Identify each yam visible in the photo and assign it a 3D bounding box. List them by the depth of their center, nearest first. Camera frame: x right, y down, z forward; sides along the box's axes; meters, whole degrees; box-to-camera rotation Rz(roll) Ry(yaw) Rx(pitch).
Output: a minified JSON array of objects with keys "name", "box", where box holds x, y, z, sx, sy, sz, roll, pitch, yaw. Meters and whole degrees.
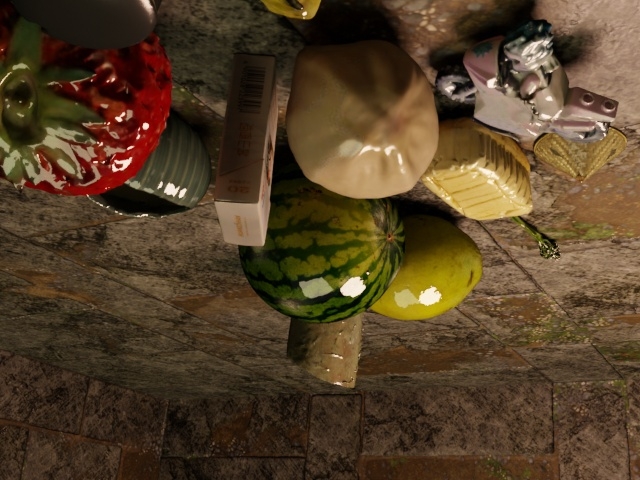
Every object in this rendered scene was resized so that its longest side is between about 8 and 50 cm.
[{"name":"yam","box":[0.015,0.169,1.858,0.168,0.304,0.168,7,168,1]}]

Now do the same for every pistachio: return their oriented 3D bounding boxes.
[{"name":"pistachio","box":[0.055,-0.160,1.143,0.226,0.208,0.332,44,-177,14]}]

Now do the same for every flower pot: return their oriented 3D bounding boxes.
[{"name":"flower pot","box":[-0.287,-0.128,1.325,0.189,0.157,0.243,-17,149,40]}]

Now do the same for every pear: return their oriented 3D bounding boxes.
[{"name":"pear","box":[0.185,0.052,1.622,0.269,0.212,0.212,-10,160,-10]}]

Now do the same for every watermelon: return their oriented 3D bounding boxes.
[{"name":"watermelon","box":[0.000,0.000,1.435,0.285,0.285,0.285,3,159,1]}]

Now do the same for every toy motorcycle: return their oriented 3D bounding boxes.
[{"name":"toy motorcycle","box":[0.280,-0.208,1.083,0.239,0.108,0.204,5,158,-2]}]

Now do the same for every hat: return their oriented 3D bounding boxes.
[{"name":"hat","box":[0.416,-0.123,1.332,0.146,0.067,0.146,4,159,1]}]

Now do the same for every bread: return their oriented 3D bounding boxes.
[{"name":"bread","box":[0.250,-0.115,1.328,0.140,0.106,0.236,-12,154,33]}]

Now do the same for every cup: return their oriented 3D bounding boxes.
[{"name":"cup","box":[-0.257,-0.300,0.859,0.223,0.177,0.169,0,161,7]}]

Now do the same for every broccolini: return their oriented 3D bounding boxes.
[{"name":"broccolini","box":[0.426,-0.011,1.655,0.044,0.042,0.218,-11,152,32]}]

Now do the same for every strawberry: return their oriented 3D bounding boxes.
[{"name":"strawberry","box":[-0.323,-0.209,1.044,0.291,0.310,0.292,2,129,2]}]

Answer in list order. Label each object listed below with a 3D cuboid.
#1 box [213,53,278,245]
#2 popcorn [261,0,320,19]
[{"name":"box","box":[-0.102,-0.127,1.187,0.067,0.233,0.149,3,158,3]},{"name":"popcorn","box":[-0.072,-0.319,0.735,0.252,0.215,0.286,16,174,46]}]
